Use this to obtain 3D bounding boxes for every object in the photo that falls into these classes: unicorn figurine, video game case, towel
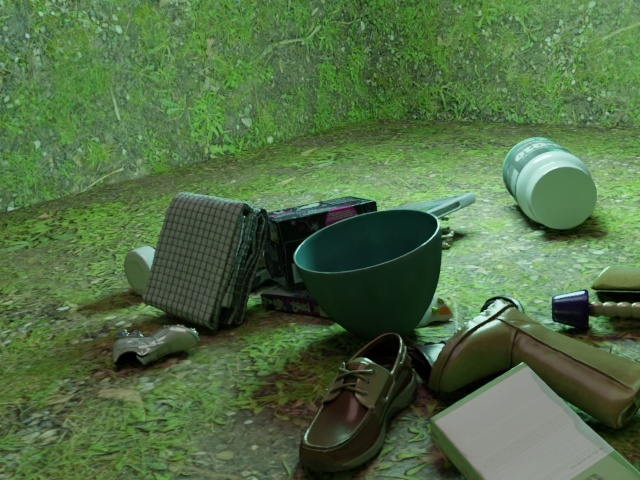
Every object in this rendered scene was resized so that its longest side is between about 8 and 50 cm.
[{"bbox_3d":[0.295,-0.025,2.126,0.111,0.060,0.162,-8,18,2],"label":"unicorn figurine"},{"bbox_3d":[0.212,-0.056,2.179,0.300,0.036,0.329,-22,9,-43],"label":"video game case"},{"bbox_3d":[-0.249,0.045,1.767,0.235,0.283,0.121,11,-4,36],"label":"towel"},{"bbox_3d":[0.015,0.109,1.818,0.210,0.041,0.232,4,19,34],"label":"video game case"}]

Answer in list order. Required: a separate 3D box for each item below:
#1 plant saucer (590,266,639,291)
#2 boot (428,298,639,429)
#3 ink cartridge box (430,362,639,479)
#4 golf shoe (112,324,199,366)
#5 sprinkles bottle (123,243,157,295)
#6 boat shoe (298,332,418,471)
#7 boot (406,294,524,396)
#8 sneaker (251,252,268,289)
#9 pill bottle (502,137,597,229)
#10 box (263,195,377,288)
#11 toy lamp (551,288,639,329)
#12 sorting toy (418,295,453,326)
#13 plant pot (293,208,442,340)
[{"bbox_3d":[0.636,0.077,1.561,0.188,0.045,0.188,0,-4,22],"label":"plant saucer"},{"bbox_3d":[0.336,0.207,1.210,0.270,0.089,0.236,29,50,33],"label":"boot"},{"bbox_3d":[0.282,0.287,1.049,0.171,0.056,0.235,-26,47,-18],"label":"ink cartridge box"},{"bbox_3d":[-0.330,0.220,1.581,0.176,0.069,0.086,-8,36,5],"label":"golf shoe"},{"bbox_3d":[-0.332,0.036,2.066,0.121,0.121,0.355,9,22,43],"label":"sprinkles bottle"},{"bbox_3d":[0.055,0.240,1.231,0.123,0.116,0.324,1,18,25],"label":"boat shoe"},{"bbox_3d":[0.261,0.181,1.398,0.229,0.091,0.263,-9,19,-9],"label":"boot"},{"bbox_3d":[-0.132,0.046,1.970,0.297,0.111,0.131,-12,17,-21],"label":"sneaker"},{"bbox_3d":[0.634,-0.160,2.201,0.204,0.204,0.361,-5,17,4],"label":"pill bottle"},{"bbox_3d":[0.000,0.000,1.829,0.247,0.163,0.142,-13,14,-21],"label":"box"},{"bbox_3d":[0.574,0.131,1.475,0.275,0.080,0.080,1,18,18],"label":"toy lamp"},{"bbox_3d":[0.215,0.149,1.630,0.075,0.044,0.083,-35,27,-21],"label":"sorting toy"},{"bbox_3d":[0.112,0.083,1.569,0.290,0.195,0.290,-14,21,5],"label":"plant pot"}]
